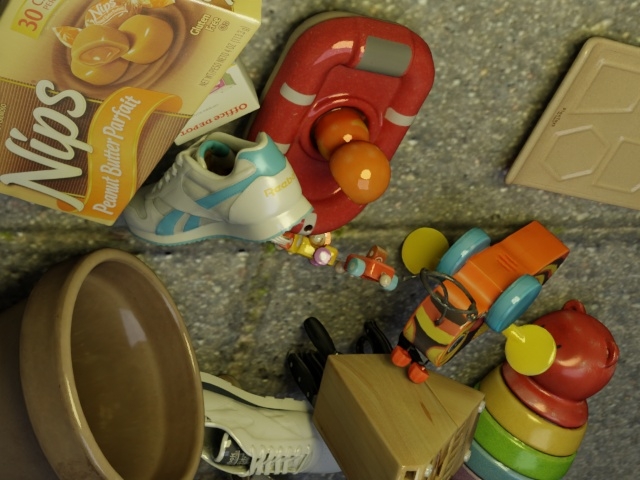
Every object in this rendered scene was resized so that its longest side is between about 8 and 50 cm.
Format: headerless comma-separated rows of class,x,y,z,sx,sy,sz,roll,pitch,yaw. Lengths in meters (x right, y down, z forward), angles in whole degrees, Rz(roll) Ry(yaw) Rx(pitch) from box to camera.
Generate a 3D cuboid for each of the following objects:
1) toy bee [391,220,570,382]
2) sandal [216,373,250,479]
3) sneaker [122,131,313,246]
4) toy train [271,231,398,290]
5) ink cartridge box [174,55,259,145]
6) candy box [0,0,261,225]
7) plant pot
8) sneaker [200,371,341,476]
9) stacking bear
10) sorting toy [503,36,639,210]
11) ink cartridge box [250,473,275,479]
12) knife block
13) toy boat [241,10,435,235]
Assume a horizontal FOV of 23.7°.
toy bee,0.141,0.066,1.612,0.298,0.195,0.162,5,131,-43
sandal,-0.094,0.221,1.776,0.049,0.072,0.180,-25,137,-28
sneaker,-0.107,-0.052,1.432,0.228,0.087,0.092,-4,118,43
toy train,0.000,0.000,1.562,0.166,0.125,0.046,24,84,-32
ink cartridge box,-0.119,-0.157,1.392,0.088,0.052,0.122,-25,138,4
candy box,-0.197,-0.146,1.271,0.183,0.088,0.316,18,143,-22
plant pot,-0.275,0.162,1.531,0.229,0.263,0.263,-17,139,21
sneaker,-0.064,0.224,1.675,0.235,0.095,0.090,15,119,-18
stacking bear,0.247,0.206,1.826,0.164,0.175,0.289,17,118,-31
sorting toy,0.314,-0.122,1.601,0.208,0.038,0.193,7,130,-26
ink cartridge box,-0.107,0.398,1.876,0.082,0.139,0.191,31,123,4
knife block,0.039,0.179,1.627,0.242,0.275,0.088,21,115,18
toy boat,0.022,-0.091,1.438,0.151,0.151,0.231,8,129,-27
